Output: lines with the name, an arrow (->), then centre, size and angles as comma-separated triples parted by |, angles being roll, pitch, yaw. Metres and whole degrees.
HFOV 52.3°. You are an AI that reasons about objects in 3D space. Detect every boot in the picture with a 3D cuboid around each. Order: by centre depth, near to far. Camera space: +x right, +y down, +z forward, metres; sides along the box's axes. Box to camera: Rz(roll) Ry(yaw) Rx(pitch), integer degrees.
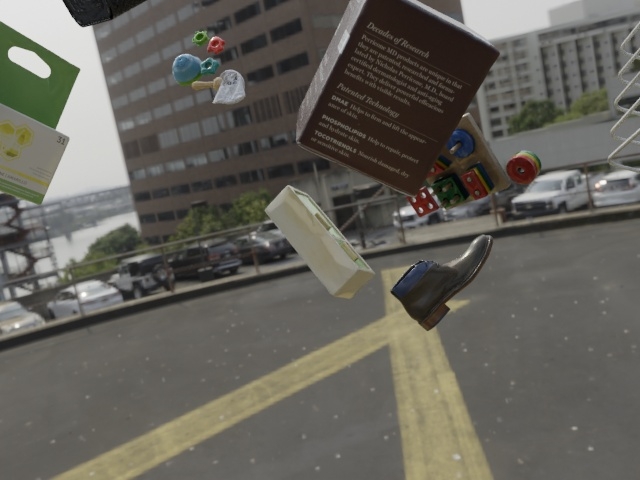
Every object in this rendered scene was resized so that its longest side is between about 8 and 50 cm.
boot -> 0.231, 0.055, 1.239 | 0.219, 0.106, 0.082 | -52, 2, -5

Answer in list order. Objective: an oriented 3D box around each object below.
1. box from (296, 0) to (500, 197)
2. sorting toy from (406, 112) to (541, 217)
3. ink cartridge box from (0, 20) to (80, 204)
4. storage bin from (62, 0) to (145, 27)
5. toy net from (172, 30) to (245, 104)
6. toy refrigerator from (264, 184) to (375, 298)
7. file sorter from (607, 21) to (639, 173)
box -> 0.085, -0.197, 0.821 | 0.166, 0.203, 0.168 | 23, 23, -11
sorting toy -> 0.203, -0.112, 1.042 | 0.274, 0.132, 0.046 | -21, 17, 50
ink cartridge box -> -0.465, -0.193, 0.995 | 0.056, 0.235, 0.171 | 19, -5, 36
storage bin -> -0.374, -0.437, 1.089 | 0.084, 0.122, 0.180 | -40, 31, -25
toy net -> -0.212, -0.342, 1.336 | 0.122, 0.232, 0.045 | -47, -31, -7
toy refrigerator -> 0.000, 0.000, 1.481 | 0.094, 0.270, 0.102 | -45, -25, 14
file sorter -> 0.664, -0.273, 1.223 | 0.172, 0.278, 0.193 | 14, -17, 3
